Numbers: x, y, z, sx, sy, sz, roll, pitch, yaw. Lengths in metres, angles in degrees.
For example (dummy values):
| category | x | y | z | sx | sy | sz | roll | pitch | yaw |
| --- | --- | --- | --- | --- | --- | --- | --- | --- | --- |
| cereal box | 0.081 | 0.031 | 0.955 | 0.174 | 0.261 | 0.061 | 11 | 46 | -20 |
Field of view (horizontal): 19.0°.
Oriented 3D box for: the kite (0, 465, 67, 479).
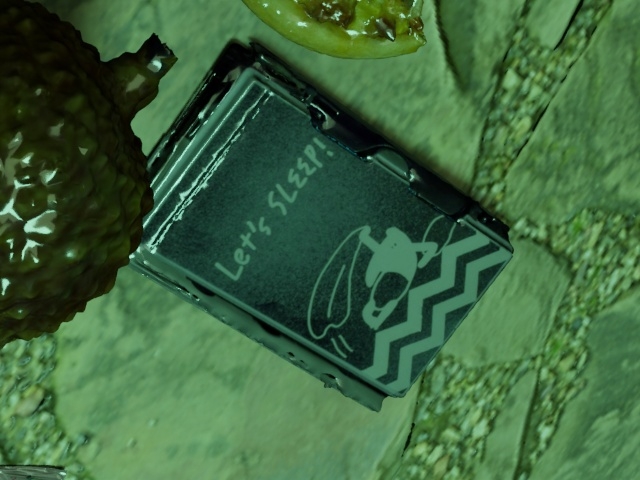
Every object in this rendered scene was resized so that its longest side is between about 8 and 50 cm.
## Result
| category | x | y | z | sx | sy | sz | roll | pitch | yaw |
| --- | --- | --- | --- | --- | --- | --- | --- | --- | --- |
| kite | -0.219 | 0.195 | 1.246 | 0.139 | 0.011 | 0.157 | -37 | 123 | -7 |

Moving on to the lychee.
| category | x | y | z | sx | sy | sz | roll | pitch | yaw |
| --- | --- | --- | --- | --- | --- | --- | --- | --- | --- |
| lychee | -0.180 | -0.038 | 1.056 | 0.238 | 0.200 | 0.200 | -30 | 123 | 0 |

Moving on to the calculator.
| category | x | y | z | sx | sy | sz | roll | pitch | yaw |
| --- | --- | --- | --- | --- | --- | --- | --- | --- | --- |
| calculator | 0.000 | 0.000 | 1.269 | 0.274 | 0.028 | 0.166 | 34 | 96 | -33 |

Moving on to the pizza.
| category | x | y | z | sx | sy | sz | roll | pitch | yaw |
| --- | --- | --- | --- | --- | --- | --- | --- | --- | --- |
| pizza | 0.009 | -0.183 | 1.180 | 0.175 | 0.046 | 0.134 | 18 | 102 | -33 |
